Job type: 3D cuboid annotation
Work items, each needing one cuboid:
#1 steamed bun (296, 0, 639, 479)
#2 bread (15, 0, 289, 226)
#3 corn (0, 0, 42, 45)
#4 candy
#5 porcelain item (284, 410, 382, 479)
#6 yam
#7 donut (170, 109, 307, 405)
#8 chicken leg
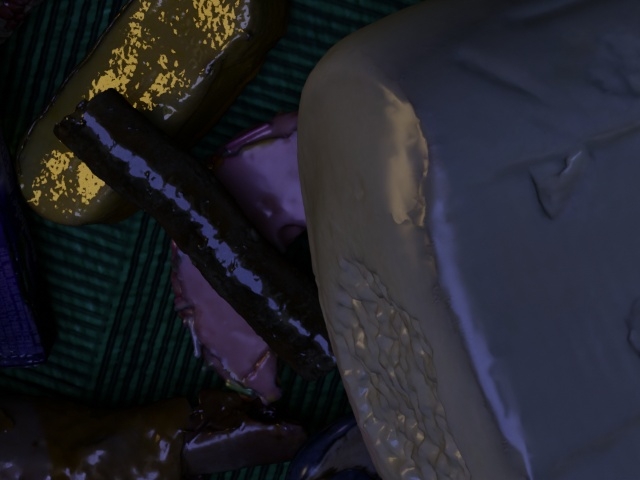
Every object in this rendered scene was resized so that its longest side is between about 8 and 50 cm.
[{"bbox_3d":[0.192,0.048,1.253,0.371,0.290,0.455,-19,91,-21],"label":"steamed bun"},{"bbox_3d":[-0.123,-0.112,1.421,0.102,0.094,0.245,43,107,9],"label":"bread"},{"bbox_3d":[-0.257,-0.186,1.428,0.098,0.098,0.290,46,109,-1],"label":"corn"},{"bbox_3d":[-0.266,-0.043,1.428,0.088,0.061,0.312,-4,123,7],"label":"candy"},{"bbox_3d":[0.104,0.231,1.433,0.288,0.138,0.186,46,74,-6],"label":"porcelain item"},{"bbox_3d":[-0.075,-0.007,1.356,0.253,0.061,0.061,44,107,-4],"label":"yam"},{"bbox_3d":[0.000,0.000,1.422,0.233,0.085,0.199,-18,99,16],"label":"donut"},{"bbox_3d":[-0.199,0.215,1.438,0.409,0.295,0.182,-13,119,3],"label":"chicken leg"}]
